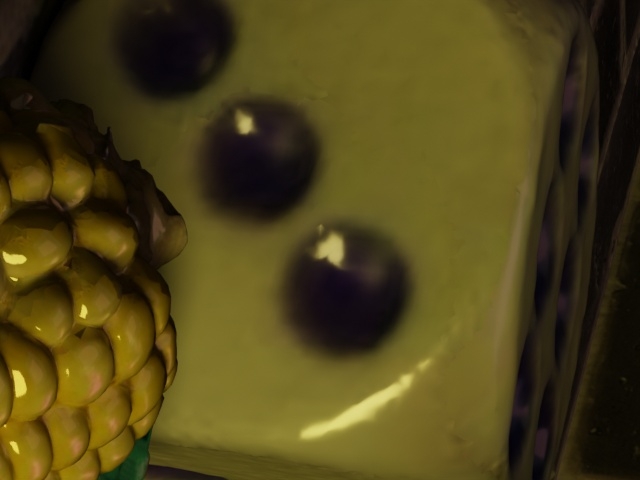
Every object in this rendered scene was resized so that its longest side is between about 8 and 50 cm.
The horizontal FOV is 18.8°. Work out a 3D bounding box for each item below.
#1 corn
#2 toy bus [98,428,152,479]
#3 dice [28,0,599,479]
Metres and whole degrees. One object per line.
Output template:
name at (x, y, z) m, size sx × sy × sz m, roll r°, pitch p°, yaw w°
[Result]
corn at (-0.171, 0.049, 0.458) m, size 0.347 × 0.130 × 0.130 m, roll -26°, pitch 126°, yaw -35°
toy bus at (-0.151, 0.044, 0.696) m, size 0.256 × 0.128 × 0.147 m, roll 54°, pitch 46°, yaw -68°
dice at (0.000, 0.000, 0.966) m, size 0.243 × 0.251 × 0.259 m, roll 45°, pitch 53°, yaw -68°
